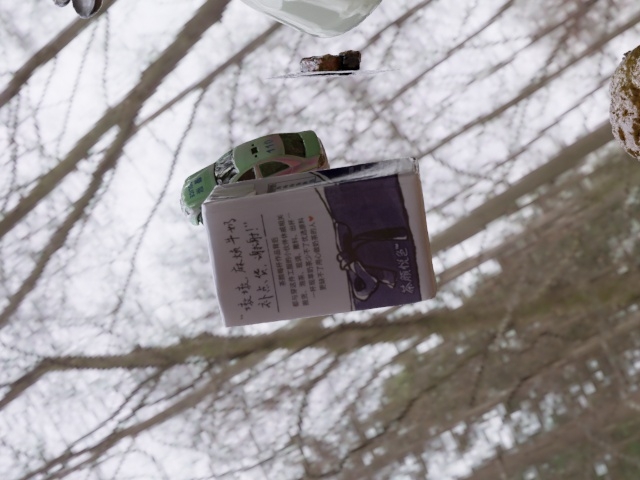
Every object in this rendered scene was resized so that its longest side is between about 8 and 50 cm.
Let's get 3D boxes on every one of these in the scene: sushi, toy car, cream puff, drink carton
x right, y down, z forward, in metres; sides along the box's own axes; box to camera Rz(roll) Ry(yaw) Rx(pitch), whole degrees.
[{"bbox_3d":[0.010,-0.195,1.498,0.126,0.120,0.026,-5,-85,-22],"label":"sushi"},{"bbox_3d":[-0.100,-0.096,1.959,0.090,0.224,0.076,-108,-2,-47],"label":"toy car"},{"bbox_3d":[0.314,-0.116,1.148,0.103,0.143,0.126,-109,7,-52],"label":"cream puff"},{"bbox_3d":[-0.001,0.001,1.387,0.102,0.222,0.134,-79,-20,-74],"label":"drink carton"}]

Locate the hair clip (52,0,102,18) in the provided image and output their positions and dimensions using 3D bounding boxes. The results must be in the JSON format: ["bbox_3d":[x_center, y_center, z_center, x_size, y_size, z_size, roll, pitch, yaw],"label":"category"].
[{"bbox_3d":[-0.293,-0.411,1.857,0.075,0.257,0.146,20,-140,-55],"label":"hair clip"}]

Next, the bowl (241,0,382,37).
[{"bbox_3d":[-0.028,-0.328,1.219,0.145,0.277,0.277,7,-120,-32],"label":"bowl"}]
